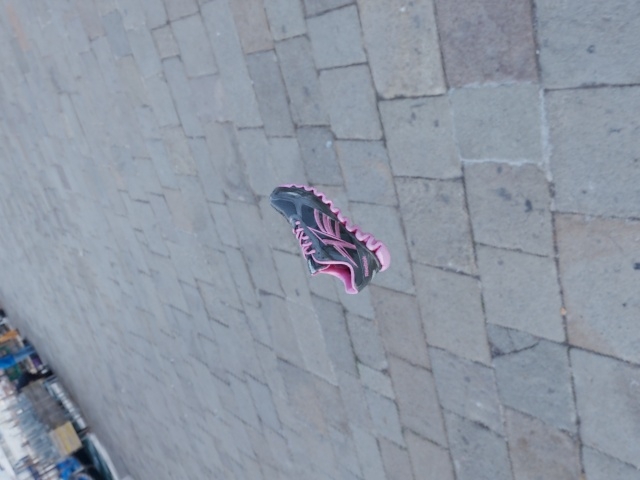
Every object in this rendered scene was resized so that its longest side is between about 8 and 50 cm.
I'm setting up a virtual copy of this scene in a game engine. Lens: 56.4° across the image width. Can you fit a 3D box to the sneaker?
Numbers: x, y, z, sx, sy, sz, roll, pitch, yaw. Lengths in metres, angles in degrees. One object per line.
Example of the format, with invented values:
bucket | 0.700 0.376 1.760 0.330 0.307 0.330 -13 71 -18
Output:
sneaker | 0.000 0.000 0.504 0.119 0.057 0.047 37 154 3
